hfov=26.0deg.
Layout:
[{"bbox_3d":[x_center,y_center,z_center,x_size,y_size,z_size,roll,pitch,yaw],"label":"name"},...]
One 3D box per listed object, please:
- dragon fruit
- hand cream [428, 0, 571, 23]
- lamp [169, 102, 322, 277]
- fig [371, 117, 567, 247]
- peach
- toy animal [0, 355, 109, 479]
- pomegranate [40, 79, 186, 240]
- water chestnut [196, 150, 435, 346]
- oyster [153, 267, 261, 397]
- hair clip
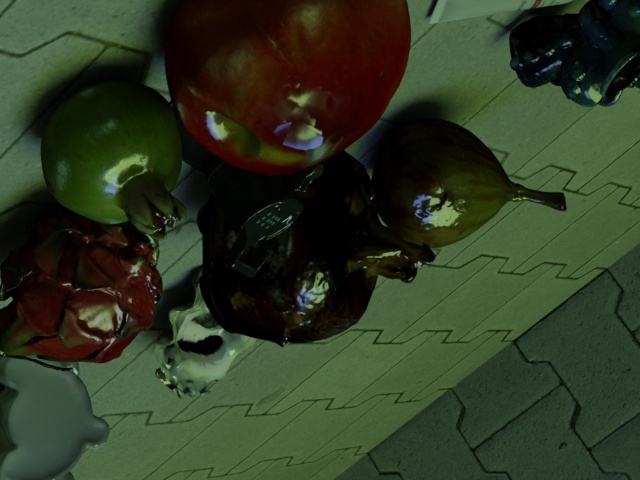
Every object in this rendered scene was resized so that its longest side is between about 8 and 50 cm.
[{"bbox_3d":[-0.341,0.069,1.880,0.293,0.233,0.234,-33,160,14],"label":"dragon fruit"},{"bbox_3d":[0.279,-0.370,1.965,0.248,0.083,0.133,-14,152,-18],"label":"hand cream"},{"bbox_3d":[-0.094,-0.093,1.828,0.172,0.227,0.147,-35,159,8],"label":"lamp"},{"bbox_3d":[0.247,-0.075,2.262,0.321,0.217,0.217,12,145,-12],"label":"fig"},{"bbox_3d":[-0.029,-0.247,1.681,0.281,0.281,0.338,99,18,-63],"label":"peach"},{"bbox_3d":[-0.463,0.319,2.259,0.206,0.271,0.265,5,159,-19],"label":"toy animal"},{"bbox_3d":[-0.240,-0.099,1.660,0.179,0.210,0.179,-10,111,-28],"label":"pomegranate"},{"bbox_3d":[0.000,0.000,2.050,0.347,0.335,0.335,-3,165,16],"label":"water chestnut"},{"bbox_3d":[-0.193,0.162,2.444,0.238,0.115,0.351,-42,163,3],"label":"oyster"},{"bbox_3d":[0.446,-0.322,2.102,0.194,0.206,0.310,-6,148,-46],"label":"hair clip"}]
